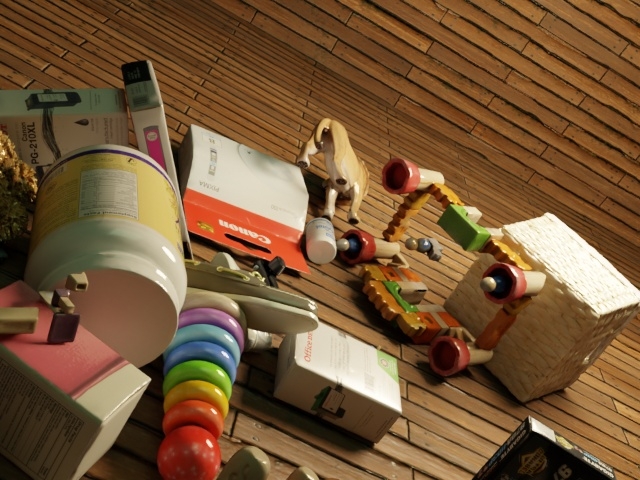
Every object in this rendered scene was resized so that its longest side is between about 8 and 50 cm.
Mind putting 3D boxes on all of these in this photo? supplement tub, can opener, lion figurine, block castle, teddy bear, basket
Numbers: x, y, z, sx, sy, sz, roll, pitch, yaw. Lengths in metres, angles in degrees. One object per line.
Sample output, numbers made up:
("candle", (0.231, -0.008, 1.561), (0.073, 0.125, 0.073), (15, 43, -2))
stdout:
("supplement tub", (-0.337, 0.023, 1.257), (0.240, 0.241, 0.331), (19, 29, -26))
("supplement tub", (0.000, 0.000, 1.873), (0.071, 0.071, 0.107), (24, 27, -18))
("can opener", (-0.109, 0.075, 1.591), (0.059, 0.073, 0.186), (32, 11, -11))
("lion figurine", (0.044, -0.200, 2.033), (0.142, 0.392, 0.240), (4, 57, 11))
("block castle", (0.248, 0.055, 1.794), (0.212, 0.303, 0.453), (3, 38, -44))
("teddy bear", (-0.549, -0.146, 1.229), (0.245, 0.113, 0.338), (-75, 147, -53))
("basket", (0.519, 0.163, 1.896), (0.266, 0.328, 0.331), (-9, 49, -49))

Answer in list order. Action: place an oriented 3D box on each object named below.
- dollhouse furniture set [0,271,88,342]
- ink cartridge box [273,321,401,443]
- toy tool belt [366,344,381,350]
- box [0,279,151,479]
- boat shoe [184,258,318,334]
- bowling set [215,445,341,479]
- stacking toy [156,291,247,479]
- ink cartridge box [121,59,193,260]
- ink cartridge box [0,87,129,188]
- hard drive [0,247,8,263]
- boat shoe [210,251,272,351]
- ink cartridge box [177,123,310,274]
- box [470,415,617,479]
("dollhouse furniture set", (-0.367, 0.070, 0.995), (0.114, 0.091, 0.081), (5, 22, -42))
("ink cartridge box", (0.031, 0.249, 1.448), (0.219, 0.093, 0.160), (27, 26, -12))
("toy tool belt", (0.081, 0.226, 1.592), (0.083, 0.051, 0.052), (10, 34, -38))
("box", (-0.368, 0.189, 1.036), (0.232, 0.149, 0.127), (36, 25, 5))
("boat shoe", (-0.145, 0.093, 1.383), (0.304, 0.109, 0.091), (9, 55, 9))
("bowling set", (-0.025, 0.416, 1.081), (0.287, 0.154, 0.200), (43, 9, 22))
("stacking toy", (-0.184, 0.231, 1.207), (0.141, 0.141, 0.330), (23, 32, -20))
("ink cartridge box", (-0.309, -0.139, 1.520), (0.069, 0.371, 0.176), (-14, 41, -9))
("ink cartridge box", (-0.474, -0.181, 1.450), (0.237, 0.172, 0.100), (-4, 39, -15))
("hard drive", (-0.569, -0.001, 1.241), (0.094, 0.022, 0.135), (42, 10, 16))
("boat shoe", (-0.151, 0.120, 1.499), (0.081, 0.079, 0.228), (18, 35, -41))
("ink cartridge box", (-0.167, -0.103, 1.831), (0.308, 0.091, 0.385), (21, 25, -24))
("box", (0.368, 0.431, 1.368), (0.175, 0.220, 0.051), (33, 23, -3))
